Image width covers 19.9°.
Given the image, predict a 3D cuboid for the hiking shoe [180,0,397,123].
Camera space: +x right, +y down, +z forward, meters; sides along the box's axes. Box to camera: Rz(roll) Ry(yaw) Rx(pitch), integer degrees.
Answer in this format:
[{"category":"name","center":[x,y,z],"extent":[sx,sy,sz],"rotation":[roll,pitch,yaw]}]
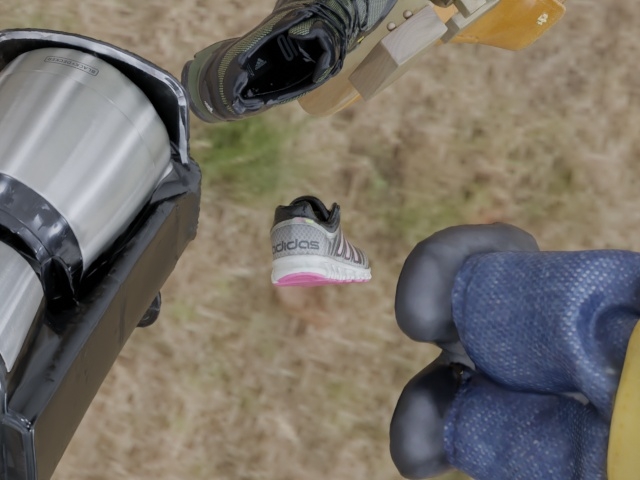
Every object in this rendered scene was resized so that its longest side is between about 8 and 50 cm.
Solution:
[{"category":"hiking shoe","center":[-0.001,-0.165,1.484],"extent":[0.227,0.114,0.086],"rotation":[-41,118,-16]}]

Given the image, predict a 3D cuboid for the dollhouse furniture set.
[{"category":"dollhouse furniture set","center":[0.064,-0.210,1.435],"extent":[0.151,0.144,0.123],"rotation":[-38,89,-15]}]

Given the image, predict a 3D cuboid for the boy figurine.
[{"category":"boy figurine","center":[0.153,0.059,0.611],"extent":[0.092,0.285,0.177],"rotation":[-15,110,-47]}]

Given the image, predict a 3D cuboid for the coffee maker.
[{"category":"coffee maker","center":[-0.123,0.028,0.759],"extent":[0.178,0.120,0.171],"rotation":[-62,139,-43]}]

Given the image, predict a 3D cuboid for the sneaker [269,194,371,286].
[{"category":"sneaker","center":[0.000,0.000,1.514],"extent":[0.170,0.063,0.074],"rotation":[6,79,-72]}]

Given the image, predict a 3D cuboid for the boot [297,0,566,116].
[{"category":"boot","center":[0.127,-0.208,1.723],"extent":[0.295,0.104,0.211],"rotation":[-50,144,12]}]
